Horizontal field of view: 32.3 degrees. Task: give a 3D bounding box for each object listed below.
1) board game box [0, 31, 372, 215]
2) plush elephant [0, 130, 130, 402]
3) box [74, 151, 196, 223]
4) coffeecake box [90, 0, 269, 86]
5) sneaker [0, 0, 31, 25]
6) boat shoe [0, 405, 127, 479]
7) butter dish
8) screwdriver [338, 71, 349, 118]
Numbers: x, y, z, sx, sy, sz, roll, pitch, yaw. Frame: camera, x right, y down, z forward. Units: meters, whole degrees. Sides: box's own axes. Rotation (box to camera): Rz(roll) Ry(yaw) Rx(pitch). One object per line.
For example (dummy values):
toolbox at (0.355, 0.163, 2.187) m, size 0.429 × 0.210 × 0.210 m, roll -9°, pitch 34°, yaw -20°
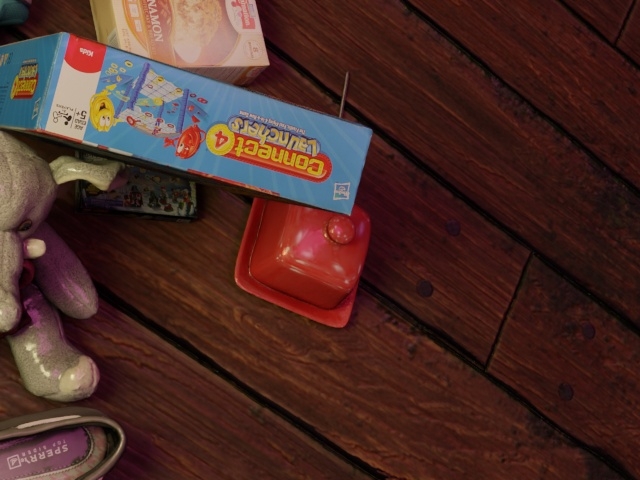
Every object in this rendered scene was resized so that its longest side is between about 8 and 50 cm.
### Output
board game box at (-0.156, -0.112, 1.088) m, size 0.302 × 0.308 × 0.086 m, roll 15°, pitch 90°, yaw -27°
plush elephant at (-0.320, 0.007, 1.029) m, size 0.272 × 0.255 × 0.330 m, roll -1°, pitch 75°, yaw -29°
box at (-0.208, -0.072, 1.251) m, size 0.137 × 0.027 × 0.094 m, roll 4°, pitch 72°, yaw -28°
coffeecake box at (-0.168, -0.258, 1.307) m, size 0.185 × 0.068 × 0.142 m, roll -7°, pitch 77°, yaw -31°
sneaker at (-0.394, -0.213, 1.118) m, size 0.275 × 0.107 × 0.110 m, roll -37°, pitch 124°, yaw -62°
boat shoe at (-0.340, 0.233, 1.042) m, size 0.335 × 0.095 × 0.112 m, roll -18°, pitch 85°, yaw -32°
butter dish at (0.000, 0.000, 1.291) m, size 0.160 × 0.118 × 0.160 m, roll 24°, pitch 65°, yaw -20°
screwdriver at (0.022, -0.144, 1.413) m, size 0.024 × 0.025 × 0.170 m, roll 20°, pitch 57°, yaw -22°
